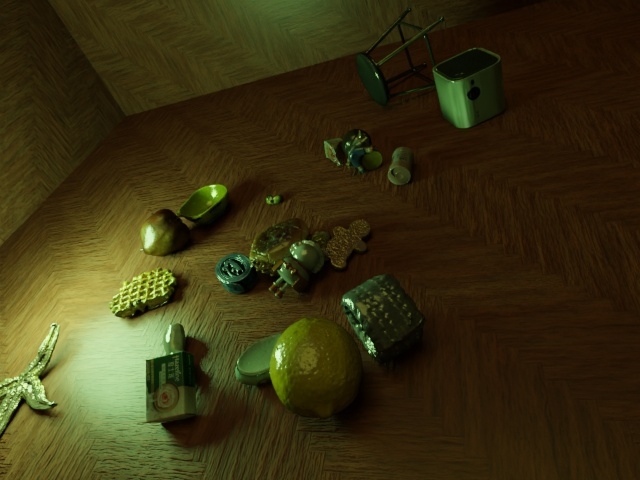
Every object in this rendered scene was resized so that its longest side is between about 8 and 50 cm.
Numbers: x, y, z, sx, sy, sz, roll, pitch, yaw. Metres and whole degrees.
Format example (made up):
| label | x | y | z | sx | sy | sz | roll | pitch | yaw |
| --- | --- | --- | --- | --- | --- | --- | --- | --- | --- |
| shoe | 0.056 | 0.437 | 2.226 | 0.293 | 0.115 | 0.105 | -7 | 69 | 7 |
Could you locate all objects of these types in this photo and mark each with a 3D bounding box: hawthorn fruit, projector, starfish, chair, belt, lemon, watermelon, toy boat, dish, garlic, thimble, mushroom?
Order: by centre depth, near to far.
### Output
| label | x | y | z | sx | sy | sz | roll | pitch | yaw |
| --- | --- | --- | --- | --- | --- | --- | --- | --- | --- |
| lemon | -0.011 | 0.339 | 1.244 | 0.254 | 0.253 | 0.310 | -19 | 38 | 7 |
| thimble | 0.182 | 0.221 | 1.317 | 0.172 | 0.205 | 0.236 | -29 | 38 | -8 |
| toy boat | -0.170 | 0.385 | 1.434 | 0.208 | 0.078 | 0.134 | -29 | 45 | -23 |
| mushroom | -0.501 | 0.389 | 1.584 | 0.092 | 0.081 | 0.223 | -43 | 41 | 9 |
| starfish | -1.147 | 0.550 | 1.701 | 0.399 | 0.132 | 0.384 | -25 | 44 | -22 |
| garlic | 0.004 | -0.001 | 1.769 | 0.074 | 0.094 | 0.113 | 24 | 52 | 4 |
| belt | -0.329 | 0.131 | 1.785 | 0.141 | 0.082 | 0.190 | -41 | 43 | -18 |
| projector | 0.685 | -0.699 | 2.079 | 0.249 | 0.249 | 0.248 | -25 | 39 | 1 |
| hawthorn fruit | -0.739 | -0.018 | 2.097 | 0.248 | 0.208 | 0.208 | -42 | 38 | 8 |
| dish | -0.554 | -0.157 | 2.215 | 0.221 | 0.108 | 0.262 | 11 | 49 | 36 |
| watermelon | 0.064 | -0.435 | 2.227 | 0.121 | 0.097 | 0.158 | -2 | 48 | 27 |
| chair | 0.439 | -0.960 | 2.446 | 0.410 | 0.361 | 0.364 | -31 | 39 | 0 |

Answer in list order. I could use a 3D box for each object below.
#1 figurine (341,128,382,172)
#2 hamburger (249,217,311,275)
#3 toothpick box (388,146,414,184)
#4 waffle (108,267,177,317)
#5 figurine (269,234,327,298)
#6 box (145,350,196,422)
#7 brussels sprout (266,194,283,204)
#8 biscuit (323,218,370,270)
| label | x | y | z | sx | sy | sz | roll | pitch | yaw |
| --- | --- | --- | --- | --- | --- | --- | --- | --- | --- |
| figurine | 0.185 | -0.434 | 2.127 | 0.158 | 0.161 | 0.275 | 12 | 37 | -20 |
| hamburger | -0.164 | 0.026 | 1.781 | 0.286 | 0.146 | 0.243 | -45 | 36 | -23 |
| toothpick box | 0.348 | -0.320 | 1.938 | 0.099 | 0.098 | 0.148 | -4 | 42 | 24 |
| waffle | -0.747 | 0.226 | 1.914 | 0.310 | 0.065 | 0.283 | 7 | 46 | 38 |
| figurine | -0.078 | 0.090 | 1.628 | 0.271 | 0.143 | 0.143 | -52 | 38 | 11 |
| box | -0.472 | 0.462 | 1.428 | 0.135 | 0.081 | 0.198 | -16 | 66 | 10 |
| brussels sprout | -0.219 | -0.194 | 2.132 | 0.084 | 0.046 | 0.050 | -4 | 49 | 23 |
| biscuit | 0.099 | 0.009 | 1.714 | 0.158 | 0.035 | 0.240 | 39 | 66 | 23 |
